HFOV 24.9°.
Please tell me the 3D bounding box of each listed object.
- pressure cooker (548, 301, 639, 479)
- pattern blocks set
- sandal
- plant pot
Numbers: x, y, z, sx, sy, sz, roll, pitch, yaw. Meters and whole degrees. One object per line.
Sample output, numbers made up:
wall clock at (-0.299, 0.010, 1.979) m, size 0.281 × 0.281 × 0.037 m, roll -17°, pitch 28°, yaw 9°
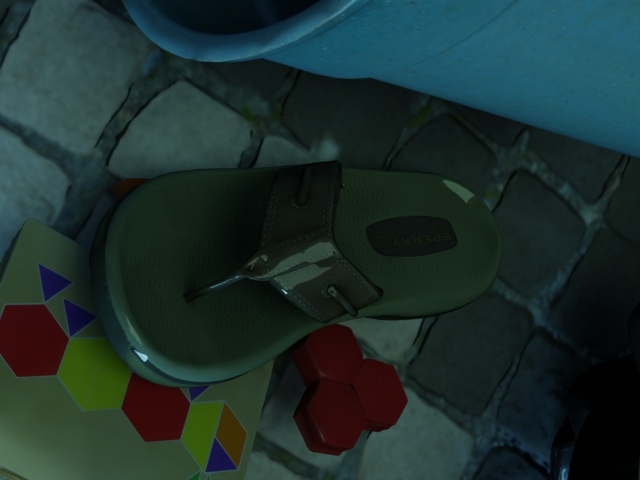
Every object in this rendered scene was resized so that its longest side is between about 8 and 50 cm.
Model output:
pressure cooker at (0.350, 0.222, 0.900) m, size 0.375 × 0.420 × 0.370 m, roll 35°, pitch 49°, yaw -38°
pattern blocks set at (-0.106, 0.089, 0.772) m, size 0.325 × 0.026 × 0.285 m, roll 39°, pitch 50°, yaw -19°
sandal at (0.000, -0.002, 0.823) m, size 0.302 × 0.086 × 0.120 m, roll -13°, pitch 78°, yaw -40°
plant pot at (0.117, -0.208, 0.781) m, size 0.334 × 0.341 × 0.341 m, roll 17°, pitch 86°, yaw -38°
